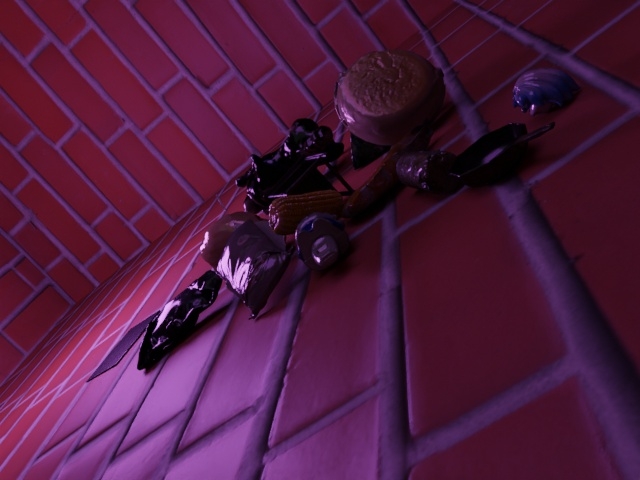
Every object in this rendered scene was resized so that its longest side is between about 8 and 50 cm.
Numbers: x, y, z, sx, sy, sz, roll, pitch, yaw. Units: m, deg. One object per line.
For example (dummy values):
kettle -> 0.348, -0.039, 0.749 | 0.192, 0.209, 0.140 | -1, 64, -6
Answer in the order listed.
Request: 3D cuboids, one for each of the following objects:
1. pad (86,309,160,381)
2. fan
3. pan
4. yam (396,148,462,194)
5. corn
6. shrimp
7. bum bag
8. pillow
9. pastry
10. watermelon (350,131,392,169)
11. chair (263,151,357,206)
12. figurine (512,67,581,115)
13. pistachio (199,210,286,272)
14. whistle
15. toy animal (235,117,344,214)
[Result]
pad -> -0.576, 0.307, 1.992 | 0.170, 0.006, 0.245 | -32, 16, 34
fan -> -0.176, -0.007, 1.523 | 0.182, 0.010, 0.310 | -43, 53, 13
pan -> 0.271, -0.120, 1.017 | 0.128, 0.048, 0.202 | -41, 13, 3
yam -> 0.186, -0.123, 1.190 | 0.078, 0.078, 0.179 | -41, 15, -2
corn -> -0.027, -0.060, 1.390 | 0.165, 0.085, 0.063 | -16, 15, -31
shrimp -> 0.141, -0.148, 1.426 | 0.317, 0.062, 0.164 | -48, 8, -32
bum bag -> -0.331, 0.180, 1.603 | 0.310, 0.074, 0.137 | -43, 25, 11
pillow -> -0.149, 0.047, 1.394 | 0.169, 0.059, 0.255 | -62, 31, 3
pastry -> 0.163, -0.340, 1.604 | 0.264, 0.133, 0.265 | -8, 62, 16
watermelon -> 0.112, -0.296, 1.761 | 0.136, 0.207, 0.202 | -18, -13, -24
chair -> -0.034, -0.102, 1.571 | 0.154, 0.141, 0.260 | -48, 18, -15
figurine -> 0.370, -0.243, 1.114 | 0.114, 0.079, 0.114 | -2, 16, 1
pistachio -> -0.187, 0.008, 1.624 | 0.229, 0.157, 0.157 | -16, 27, 40
whistle -> 0.000, 0.000, 1.262 | 0.110, 0.092, 0.244 | -36, 13, 5
toy animal -> -0.096, -0.208, 1.939 | 0.344, 0.194, 0.303 | -46, 9, 1
